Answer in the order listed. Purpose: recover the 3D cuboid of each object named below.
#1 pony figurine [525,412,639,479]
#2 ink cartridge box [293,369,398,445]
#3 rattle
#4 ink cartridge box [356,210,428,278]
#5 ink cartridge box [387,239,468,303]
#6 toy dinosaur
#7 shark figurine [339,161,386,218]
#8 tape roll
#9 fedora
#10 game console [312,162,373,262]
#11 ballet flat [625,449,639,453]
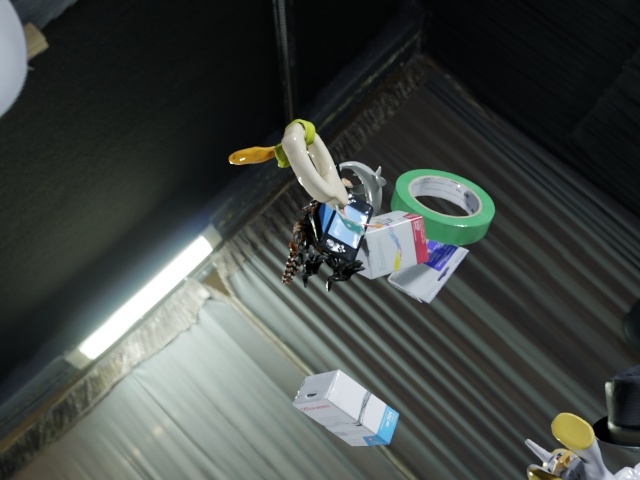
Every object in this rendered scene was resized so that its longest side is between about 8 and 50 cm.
[{"bbox_3d":[0.453,0.389,0.910,0.303,0.351,0.363,-55,-25,-7],"label":"pony figurine"},{"bbox_3d":[0.057,0.380,1.424,0.139,0.190,0.082,-26,29,51],"label":"ink cartridge box"},{"bbox_3d":[-0.028,-0.069,0.962,0.142,0.200,0.130,-30,25,5],"label":"rattle"},{"bbox_3d":[0.168,0.008,1.660,0.176,0.127,0.128,-17,17,-22],"label":"ink cartridge box"},{"bbox_3d":[0.338,0.087,1.973,0.206,0.208,0.045,-51,-54,-6],"label":"ink cartridge box"},{"bbox_3d":[0.000,0.000,1.580,0.164,0.218,0.322,-7,-40,-19],"label":"toy dinosaur"},{"bbox_3d":[0.150,-0.202,2.063,0.278,0.116,0.166,37,-103,-40],"label":"shark figurine"},{"bbox_3d":[0.387,-0.112,2.018,0.321,0.321,0.077,-33,-35,-45],"label":"tape roll"},{"bbox_3d":[0.796,0.377,1.495,0.334,0.153,0.334,-16,-5,-1],"label":"fedora"},{"bbox_3d":[0.039,-0.044,1.033,0.071,0.107,0.122,-43,20,57],"label":"game console"},{"bbox_3d":[0.805,0.528,1.667,0.173,0.049,0.058,174,118,-78],"label":"ballet flat"}]
